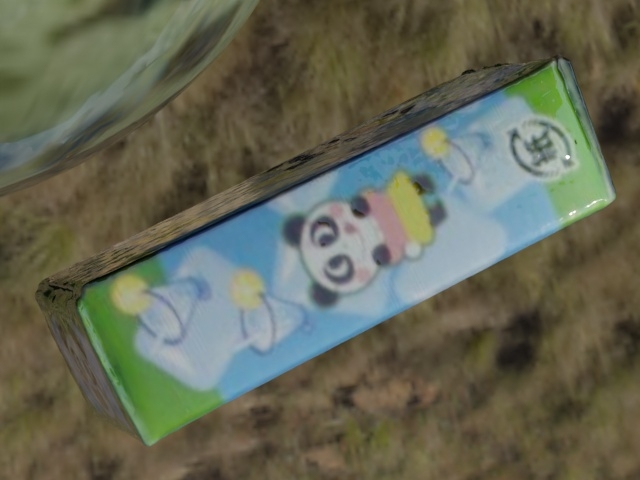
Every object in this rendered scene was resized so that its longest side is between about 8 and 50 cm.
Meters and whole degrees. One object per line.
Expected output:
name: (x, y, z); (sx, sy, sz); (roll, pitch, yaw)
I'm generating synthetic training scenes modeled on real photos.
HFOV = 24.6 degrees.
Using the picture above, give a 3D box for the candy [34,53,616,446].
candy: (0.000, 0.000, 0.533); (0.195, 0.062, 0.097); (-27, -171, -18)

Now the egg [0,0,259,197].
egg: (-0.172, -0.182, 0.570); (0.345, 0.345, 0.428); (-33, 177, 34)
